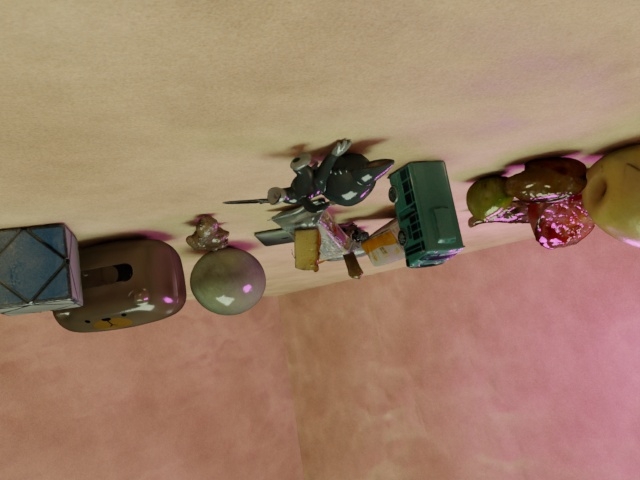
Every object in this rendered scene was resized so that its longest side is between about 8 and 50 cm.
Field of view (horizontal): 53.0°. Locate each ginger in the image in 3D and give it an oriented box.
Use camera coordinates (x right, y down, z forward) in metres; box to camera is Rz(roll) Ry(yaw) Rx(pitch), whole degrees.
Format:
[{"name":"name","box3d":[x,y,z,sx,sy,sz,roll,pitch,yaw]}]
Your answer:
[{"name":"ginger","box3d":[0.731,-0.106,2.425,0.333,0.080,0.166,1,153,-19]},{"name":"ginger","box3d":[-0.337,-0.008,1.934,0.122,0.084,0.290,-2,170,-2]}]

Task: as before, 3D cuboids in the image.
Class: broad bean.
[{"name":"broad bean","box3d":[0.629,-0.170,1.793,0.228,0.122,0.156,-4,-163,6]}]

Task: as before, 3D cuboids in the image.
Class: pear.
[{"name":"pear","box3d":[0.907,-0.128,1.805,0.309,0.309,0.309,-9,171,-1]}]

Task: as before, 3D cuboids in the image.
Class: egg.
[{"name":"egg","box3d":[-0.340,0.152,2.382,0.258,0.258,0.352,-11,168,11]}]

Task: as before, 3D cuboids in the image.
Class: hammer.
[{"name":"hammer","box3d":[0.108,0.060,2.343,0.202,0.113,0.305,-11,-153,-5]}]

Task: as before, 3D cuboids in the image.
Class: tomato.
[{"name":"tomato","box3d":[0.798,-0.117,2.141,0.309,0.170,0.309,-12,136,-12]}]

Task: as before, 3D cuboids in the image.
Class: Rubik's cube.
[{"name":"Rubik's cube","box3d":[-0.755,0.082,1.704,0.205,0.205,0.207,-7,169,-12]}]

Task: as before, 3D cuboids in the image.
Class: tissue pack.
[{"name":"tissue pack","box3d":[0.274,-0.013,2.212,0.185,0.124,0.225,-37,-177,-26]},{"name":"tissue pack","box3d":[-0.626,0.137,1.965,0.387,0.267,0.277,-9,168,5]}]

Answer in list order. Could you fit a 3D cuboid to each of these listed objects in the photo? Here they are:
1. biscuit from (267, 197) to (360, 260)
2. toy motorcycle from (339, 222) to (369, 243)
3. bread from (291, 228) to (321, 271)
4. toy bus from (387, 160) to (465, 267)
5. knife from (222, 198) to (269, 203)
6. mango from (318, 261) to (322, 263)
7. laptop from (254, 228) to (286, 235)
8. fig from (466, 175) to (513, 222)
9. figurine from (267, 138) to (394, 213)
[{"name":"biscuit","box3d":[-0.009,-0.024,1.975,0.186,0.079,0.309,-17,145,20]},{"name":"toy motorcycle","box3d":[0.084,-0.014,2.276,0.118,0.084,0.212,-9,-173,-22]},{"name":"bread","box3d":[-0.043,0.030,1.890,0.084,0.109,0.080,1,153,9]},{"name":"toy bus","box3d":[0.272,-0.067,1.649,0.128,0.256,0.147,-5,167,-23]},{"name":"knife","box3d":[-0.182,-0.105,1.738,0.170,0.010,0.023,-3,163,-22]},{"name":"mango","box3d":[0.000,0.000,2.189,0.112,0.145,0.219,26,147,-3]},{"name":"laptop","box3d":[-0.128,-0.015,2.312,0.187,0.015,0.269,-9,171,3]},{"name":"fig","box3d":[0.505,-0.134,1.907,0.153,0.121,0.136,-37,170,19]},{"name":"figurine","box3d":[0.021,-0.131,1.395,0.265,0.140,0.193,-31,167,-38]}]
